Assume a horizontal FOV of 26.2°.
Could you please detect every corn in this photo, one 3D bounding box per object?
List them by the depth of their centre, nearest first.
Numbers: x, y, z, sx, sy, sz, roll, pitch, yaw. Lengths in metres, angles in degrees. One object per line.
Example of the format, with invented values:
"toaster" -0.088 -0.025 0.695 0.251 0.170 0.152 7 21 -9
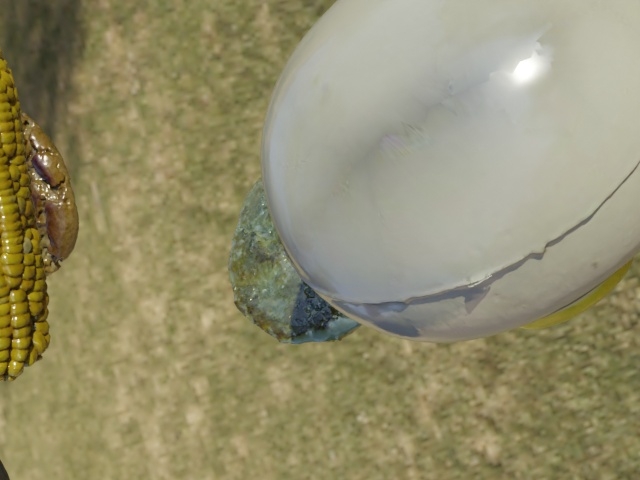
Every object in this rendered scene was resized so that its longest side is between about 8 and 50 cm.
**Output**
"corn" -0.294 -0.025 1.181 0.102 0.102 0.313 20 120 59

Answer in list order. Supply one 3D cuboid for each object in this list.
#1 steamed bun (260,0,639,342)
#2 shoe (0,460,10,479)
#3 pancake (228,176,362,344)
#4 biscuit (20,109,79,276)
"steamed bun" 0.128 -0.089 1.134 0.334 0.374 0.334 54 -164 -23
"shoe" -0.431 0.227 1.631 0.071 0.049 0.179 10 128 58
"pancake" 0.000 0.000 1.521 0.254 0.037 0.253 -14 62 29
"biscuit" -0.364 -0.056 1.606 0.226 0.042 0.226 18 118 38
